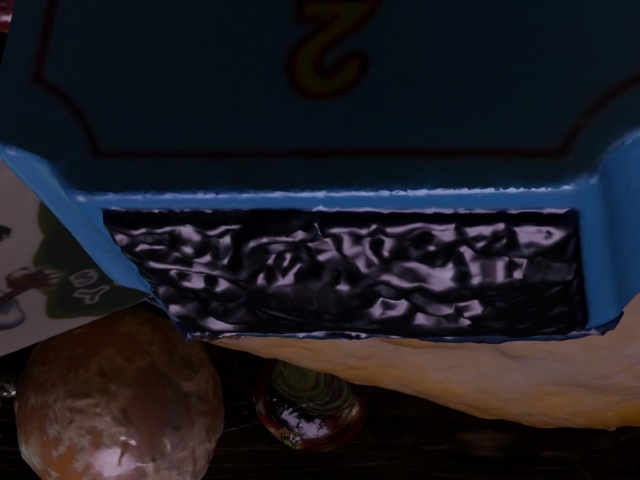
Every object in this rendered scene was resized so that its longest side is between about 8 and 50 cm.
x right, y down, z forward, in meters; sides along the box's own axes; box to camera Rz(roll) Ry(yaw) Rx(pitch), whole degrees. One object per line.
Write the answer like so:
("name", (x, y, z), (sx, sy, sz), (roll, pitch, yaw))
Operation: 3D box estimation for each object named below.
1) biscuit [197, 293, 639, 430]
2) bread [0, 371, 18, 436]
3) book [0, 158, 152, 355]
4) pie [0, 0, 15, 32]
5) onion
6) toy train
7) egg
("biscuit", (0.184, 0.053, 1.131), (0.446, 0.104, 0.429), (17, 153, -28))
("bread", (-0.409, 0.123, 1.350), (0.246, 0.176, 0.195), (3, 158, -15))
("book", (-0.231, 0.012, 0.987), (0.371, 0.043, 0.260), (-23, 156, -7))
("pie", (-0.160, -0.134, 0.777), (0.154, 0.038, 0.153), (-4, -169, 1))
("onion", (-0.010, 0.160, 1.446), (0.117, 0.118, 0.118), (38, 158, 8))
("toy train", (0.020, -0.088, 0.625), (0.300, 0.265, 0.188), (-1, 156, 15))
("egg", (-0.191, 0.161, 1.345), (0.203, 0.203, 0.245), (8, 176, -6))
